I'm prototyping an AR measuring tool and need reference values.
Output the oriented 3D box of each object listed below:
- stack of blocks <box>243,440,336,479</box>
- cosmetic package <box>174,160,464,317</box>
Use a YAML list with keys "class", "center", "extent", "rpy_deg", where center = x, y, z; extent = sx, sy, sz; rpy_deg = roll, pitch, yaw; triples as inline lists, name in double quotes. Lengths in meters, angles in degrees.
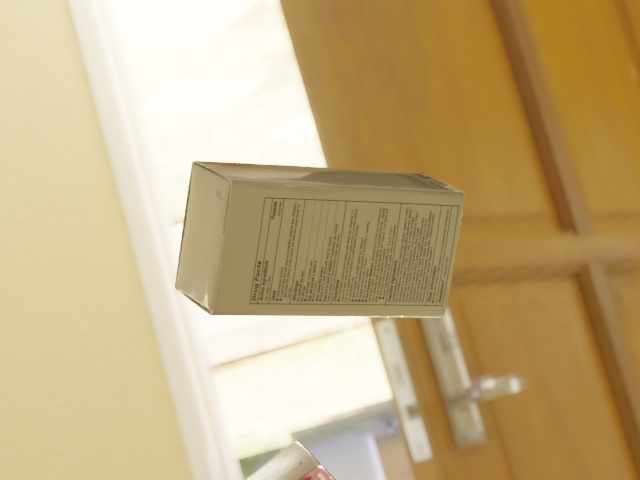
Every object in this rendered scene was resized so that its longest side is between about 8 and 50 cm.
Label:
- class: "stack of blocks"
  center: [-0.019, 0.184, 0.629]
  extent: [0.171, 0.087, 0.297]
  rpy_deg: [-37, -166, -7]
- class: "cosmetic package"
  center: [0.000, 0.000, 0.789]
  extent: [0.115, 0.060, 0.041]
  rpy_deg: [4, -167, -29]
